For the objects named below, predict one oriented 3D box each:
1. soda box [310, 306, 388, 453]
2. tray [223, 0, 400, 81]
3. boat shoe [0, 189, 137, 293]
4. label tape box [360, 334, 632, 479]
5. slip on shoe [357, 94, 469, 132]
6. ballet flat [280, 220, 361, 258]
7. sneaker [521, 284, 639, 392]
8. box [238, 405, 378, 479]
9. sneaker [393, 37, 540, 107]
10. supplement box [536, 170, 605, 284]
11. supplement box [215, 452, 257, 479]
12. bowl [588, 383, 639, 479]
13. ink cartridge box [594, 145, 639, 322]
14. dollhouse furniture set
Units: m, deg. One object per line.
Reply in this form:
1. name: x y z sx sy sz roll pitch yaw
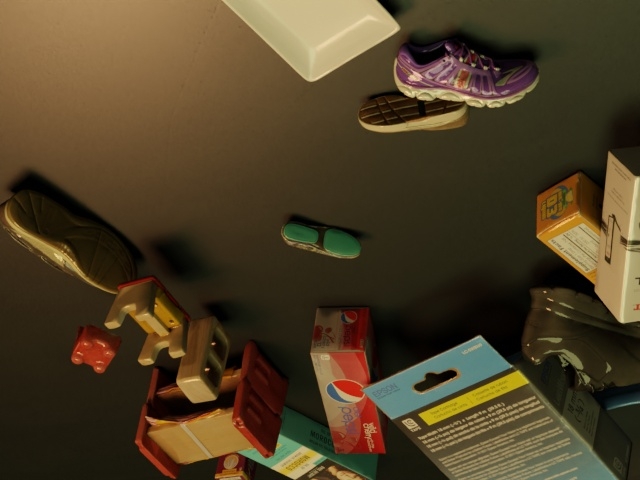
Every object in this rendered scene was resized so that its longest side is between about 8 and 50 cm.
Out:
1. soda box: 0.049 0.219 1.885 0.083 0.092 0.263 -2 137 11
2. tray: -0.045 -0.299 1.379 0.145 0.030 0.270 -27 127 32
3. boat shoe: -0.358 0.003 1.739 0.223 0.080 0.073 37 154 -33
4. label tape box: 0.261 0.258 1.812 0.240 0.106 0.334 -30 111 38
5. slip on shoe: 0.115 -0.152 1.503 0.135 0.051 0.041 -9 147 11
6. ballet flat: 0.000 0.000 1.700 0.114 0.041 0.041 15 138 -6
7. sneaker: 0.406 0.160 1.715 0.286 0.130 0.109 20 174 -5
8. box: -0.030 0.352 2.070 0.244 0.060 0.100 29 134 -21
9. sneaker: 0.169 -0.199 1.427 0.169 0.068 0.071 3 132 7
10. supplement box: 0.382 0.012 1.612 0.080 0.078 0.233 -29 126 37
11. supplement box: -0.141 0.378 2.099 0.055 0.083 0.043 -12 134 21
12. bowl: 0.545 0.334 1.938 0.391 0.077 0.391 5 138 5
13. ink cartridge box: 0.425 -0.011 1.503 0.148 0.086 0.203 -7 119 -9
14. dollhouse furniture set: -0.226 0.187 1.857 0.201 0.152 0.374 -15 131 24
